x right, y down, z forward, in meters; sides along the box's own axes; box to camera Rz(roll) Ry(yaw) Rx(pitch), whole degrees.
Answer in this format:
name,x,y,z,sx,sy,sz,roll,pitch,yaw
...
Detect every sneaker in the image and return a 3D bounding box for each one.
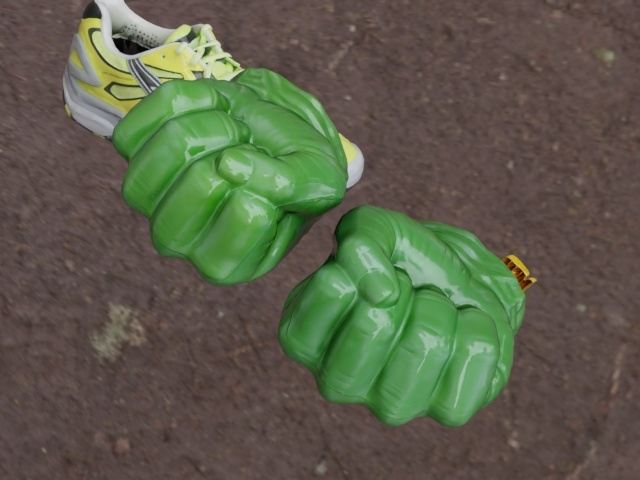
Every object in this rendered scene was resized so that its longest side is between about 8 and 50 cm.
name,x,y,z,sx,sy,sz,roll,pitch,yaw
sneaker,-0.129,-0.152,1.394,0.145,0.384,0.147,-51,158,-47

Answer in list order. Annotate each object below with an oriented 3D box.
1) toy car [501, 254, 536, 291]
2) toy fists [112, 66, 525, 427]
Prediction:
name,x,y,z,sx,sy,sz,roll,pitch,yaw
toy car,0.150,0.033,1.016,0.060,0.122,0.040,-30,76,-30
toy fists,0.000,0.000,0.749,0.279,0.096,0.142,42,40,7
